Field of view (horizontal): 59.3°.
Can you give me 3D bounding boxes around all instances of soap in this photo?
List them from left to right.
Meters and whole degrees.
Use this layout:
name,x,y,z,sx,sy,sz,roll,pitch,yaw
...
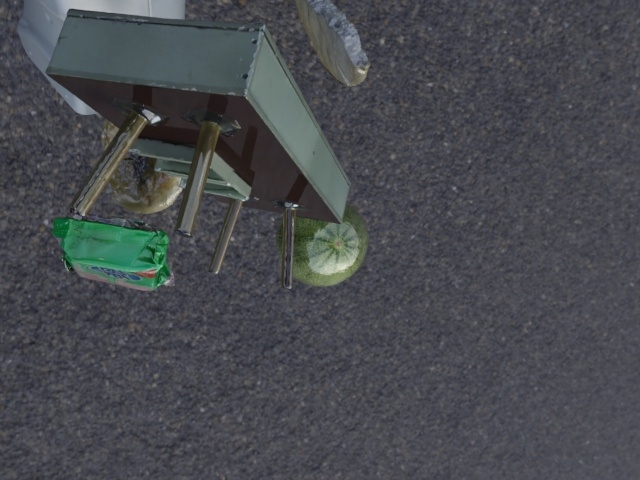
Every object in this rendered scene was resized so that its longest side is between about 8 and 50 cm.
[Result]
name,x,y,z,sx,sy,sz,roll,pitch,yaw
soap,-0.377,0.028,1.066,0.218,0.273,0.097,9,76,-16

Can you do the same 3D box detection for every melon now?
name,x,y,z,sx,sy,sz,roll,pitch,yaw
melon,0.000,0.000,0.850,0.139,0.192,0.139,0,92,-13

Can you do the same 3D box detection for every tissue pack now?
name,x,y,z,sx,sy,sz,roll,pitch,yaw
tissue pack,-0.329,-0.374,0.867,0.236,0.229,0.333,-35,168,-28

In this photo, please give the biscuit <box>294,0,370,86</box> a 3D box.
name,x,y,z,sx,sy,sz,roll,pitch,yaw
biscuit,0.007,-0.339,0.922,0.038,0.289,0.141,-24,147,-8

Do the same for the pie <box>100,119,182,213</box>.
name,x,y,z,sx,sy,sz,roll,pitch,yaw
pie,-0.348,-0.162,1.133,0.185,0.052,0.218,-4,101,14

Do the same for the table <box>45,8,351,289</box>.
name,x,y,z,sx,sy,sz,roll,pitch,yaw
table,-0.068,-0.039,0.397,0.240,0.122,0.110,44,59,-71
